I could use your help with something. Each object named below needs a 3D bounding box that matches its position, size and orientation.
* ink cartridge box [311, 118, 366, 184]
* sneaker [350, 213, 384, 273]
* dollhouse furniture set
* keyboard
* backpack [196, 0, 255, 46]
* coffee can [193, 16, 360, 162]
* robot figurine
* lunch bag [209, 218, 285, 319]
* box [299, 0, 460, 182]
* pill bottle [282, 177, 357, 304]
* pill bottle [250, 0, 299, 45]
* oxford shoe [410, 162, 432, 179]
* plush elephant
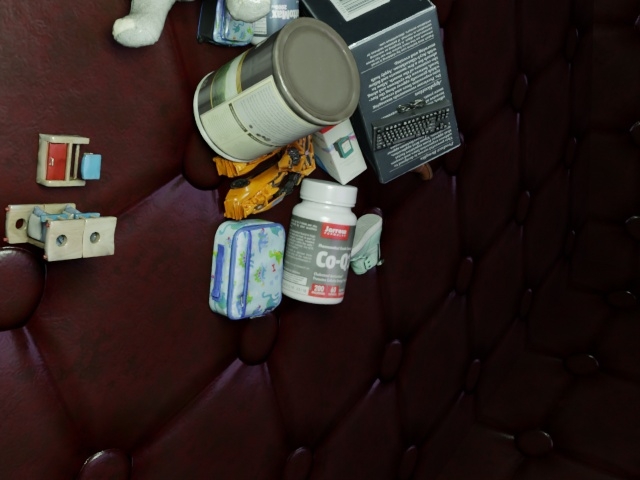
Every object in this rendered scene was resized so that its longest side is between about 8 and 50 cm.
[{"bbox_3d":[0.016,-0.260,1.761,0.078,0.134,0.231,-35,132,-11],"label":"ink cartridge box"},{"bbox_3d":[0.088,0.049,2.021,0.256,0.094,0.151,-36,132,-40],"label":"sneaker"},{"bbox_3d":[-0.426,-0.075,1.238,0.129,0.129,0.184,-7,109,-53],"label":"dollhouse furniture set"},{"bbox_3d":[0.194,-0.253,1.595,0.180,0.023,0.108,-19,138,-12],"label":"keyboard"},{"bbox_3d":[-0.176,-0.436,1.489,0.114,0.084,0.105,-10,113,-55],"label":"backpack"},{"bbox_3d":[-0.089,-0.281,1.450,0.201,0.275,0.202,12,72,-39],"label":"coffee can"},{"bbox_3d":[-0.110,-0.169,1.676,0.291,0.085,0.211,-37,131,-41],"label":"robot figurine"},{"bbox_3d":[-0.165,0.065,1.686,0.176,0.090,0.219,-5,105,-50],"label":"lunch bag"},{"bbox_3d":[0.131,-0.383,1.669,0.211,0.294,0.396,-26,140,-2],"label":"box"},{"bbox_3d":[0.000,0.000,1.822,0.161,0.161,0.284,-1,103,-54],"label":"pill bottle"},{"bbox_3d":[-0.098,-0.457,1.568,0.108,0.107,0.180,-24,121,-48],"label":"pill bottle"},{"bbox_3d":[0.271,-0.231,2.207,0.076,0.076,0.212,-40,143,3],"label":"oxford shoe"},{"bbox_3d":[-0.234,-0.528,1.235,0.255,0.271,0.330,69,19,-58],"label":"plush elephant"}]
